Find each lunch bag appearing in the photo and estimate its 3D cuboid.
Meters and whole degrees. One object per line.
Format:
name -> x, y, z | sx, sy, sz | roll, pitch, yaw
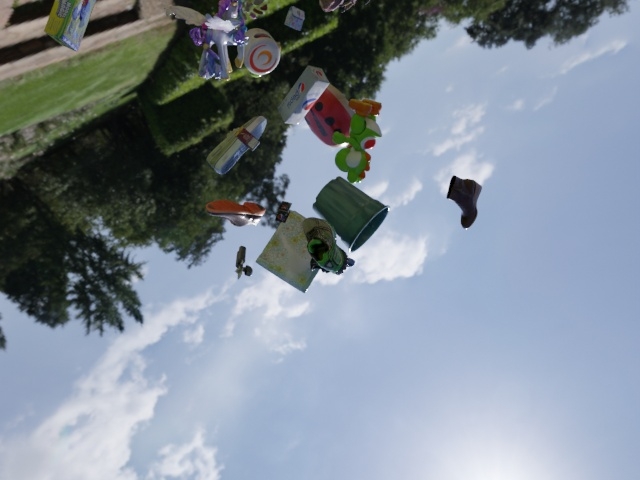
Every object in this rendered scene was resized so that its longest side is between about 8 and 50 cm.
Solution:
lunch bag -> -0.114, -1.005, 2.010 | 0.071, 0.083, 0.053 | 5, -157, -41

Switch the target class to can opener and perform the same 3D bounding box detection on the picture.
can opener -> -0.440, 0.130, 2.529 | 0.074, 0.093, 0.280 | -61, -157, 23

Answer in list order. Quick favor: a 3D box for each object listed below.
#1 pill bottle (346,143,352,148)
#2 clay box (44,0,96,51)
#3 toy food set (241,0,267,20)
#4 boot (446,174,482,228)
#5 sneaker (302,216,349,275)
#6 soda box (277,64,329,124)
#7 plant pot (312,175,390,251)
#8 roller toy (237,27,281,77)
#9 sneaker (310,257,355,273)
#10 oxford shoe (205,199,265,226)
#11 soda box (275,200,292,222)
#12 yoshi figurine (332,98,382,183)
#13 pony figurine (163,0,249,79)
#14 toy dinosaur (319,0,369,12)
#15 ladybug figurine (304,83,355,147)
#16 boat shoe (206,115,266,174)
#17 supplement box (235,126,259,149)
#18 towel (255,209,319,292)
pill bottle -> 0.182, -0.420, 2.254 | 0.086, 0.086, 0.152 | -20, -121, 21
clay box -> -0.690, -0.662, 1.251 | 0.127, 0.053, 0.222 | -144, -103, -77
toy food set -> -0.283, -1.008, 1.935 | 0.122, 0.078, 0.019 | -17, -140, 6
boot -> 0.698, -0.190, 2.221 | 0.207, 0.248, 0.090 | 9, -171, -31
sneaker -> 0.000, 0.000, 1.961 | 0.134, 0.146, 0.343 | -50, -137, 15
soda box -> -0.084, -0.682, 2.108 | 0.091, 0.098, 0.286 | -7, 154, -43
plant pot -> 0.156, -0.165, 2.497 | 0.341, 0.334, 0.341 | -44, 166, -14
roller toy -> -0.309, -0.949, 2.225 | 0.209, 0.191, 0.146 | -36, -124, 8
sneaker -> 0.060, 0.126, 2.270 | 0.232, 0.081, 0.090 | 5, -111, 17
oxford shoe -> -0.458, -0.132, 2.382 | 0.364, 0.132, 0.130 | 2, -150, -46
soda box -> -0.180, -0.142, 2.190 | 0.053, 0.060, 0.169 | 16, -159, -1
yoshi figurine -> 0.145, -0.439, 1.966 | 0.204, 0.362, 0.203 | 6, -156, -7
pony figurine -> -0.448, -0.888, 1.914 | 0.303, 0.363, 0.351 | 23, -144, 18
toy dinosaur -> 0.063, -0.937, 1.686 | 0.127, 0.200, 0.296 | -24, -174, -31
ladybug figurine -> 0.036, -0.666, 2.409 | 0.305, 0.449, 0.162 | 10, -119, 40
boat shoe -> -0.345, -0.409, 1.825 | 0.302, 0.094, 0.109 | -49, 173, -9
supplement box -> -0.265, -0.369, 1.615 | 0.043, 0.083, 0.055 | -50, -168, -2
towel -> -0.122, 0.053, 2.428 | 0.374, 0.320, 0.090 | -58, 180, -19
